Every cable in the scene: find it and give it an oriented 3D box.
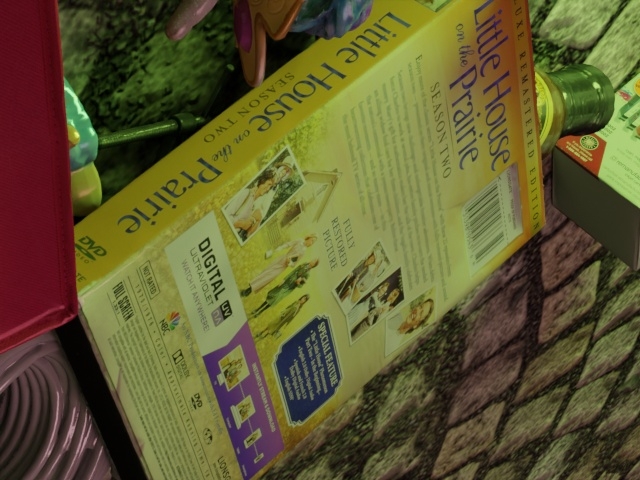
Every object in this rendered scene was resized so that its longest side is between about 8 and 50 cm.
[{"bbox_3d":[-0.235,0.130,1.186,0.257,0.089,0.257,-25,130,-51],"label":"cable"}]

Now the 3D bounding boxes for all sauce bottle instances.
[{"bbox_3d":[0.144,-0.110,1.526,0.344,0.111,0.111,-17,139,-46],"label":"sauce bottle"}]

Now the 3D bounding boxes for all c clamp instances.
[{"bbox_3d":[-0.147,-0.066,1.275,0.161,0.022,0.137,-22,147,-41],"label":"c clamp"}]

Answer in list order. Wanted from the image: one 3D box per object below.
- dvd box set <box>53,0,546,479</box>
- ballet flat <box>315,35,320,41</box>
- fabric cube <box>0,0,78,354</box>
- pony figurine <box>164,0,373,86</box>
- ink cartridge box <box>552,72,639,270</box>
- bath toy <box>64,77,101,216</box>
[{"bbox_3d":[0.000,0.000,1.244,0.420,0.062,0.307,-40,144,-21],"label":"dvd box set"},{"bbox_3d":[0.051,-0.217,1.299,0.096,0.095,0.280,18,101,-49],"label":"ballet flat"},{"bbox_3d":[-0.295,-0.068,0.805,0.259,0.258,0.254,-26,145,-27],"label":"fabric cube"},{"bbox_3d":[0.020,-0.293,0.899,0.351,0.303,0.363,-23,100,-34],"label":"pony figurine"},{"bbox_3d":[0.358,-0.086,1.822,0.176,0.128,0.127,-39,150,-18],"label":"ink cartridge box"},{"bbox_3d":[-0.305,-0.002,1.036,0.348,0.151,0.129,-27,-178,-34],"label":"bath toy"}]
